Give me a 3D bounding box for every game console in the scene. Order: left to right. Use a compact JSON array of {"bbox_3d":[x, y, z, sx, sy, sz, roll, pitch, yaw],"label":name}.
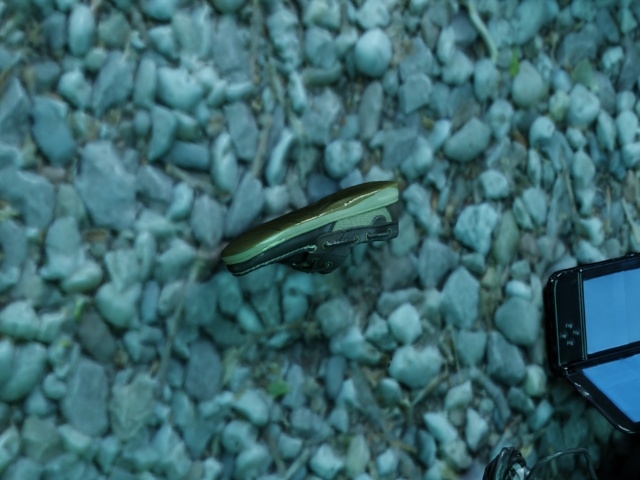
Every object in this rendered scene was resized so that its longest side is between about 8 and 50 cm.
[{"bbox_3d":[0.263,0.078,1.322,0.144,0.085,0.124,-10,100,-35],"label":"game console"}]

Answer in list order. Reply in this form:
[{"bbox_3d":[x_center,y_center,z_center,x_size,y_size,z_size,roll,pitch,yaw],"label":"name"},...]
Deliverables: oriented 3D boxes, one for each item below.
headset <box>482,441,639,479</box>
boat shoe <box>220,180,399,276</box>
[{"bbox_3d":[0.302,0.247,1.286,0.394,0.243,0.185,18,86,-15],"label":"headset"},{"bbox_3d":[0.000,0.000,1.148,0.152,0.056,0.049,-23,101,-32],"label":"boat shoe"}]
